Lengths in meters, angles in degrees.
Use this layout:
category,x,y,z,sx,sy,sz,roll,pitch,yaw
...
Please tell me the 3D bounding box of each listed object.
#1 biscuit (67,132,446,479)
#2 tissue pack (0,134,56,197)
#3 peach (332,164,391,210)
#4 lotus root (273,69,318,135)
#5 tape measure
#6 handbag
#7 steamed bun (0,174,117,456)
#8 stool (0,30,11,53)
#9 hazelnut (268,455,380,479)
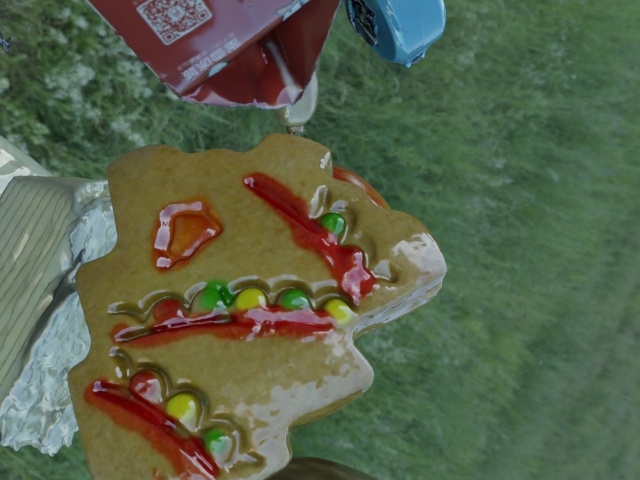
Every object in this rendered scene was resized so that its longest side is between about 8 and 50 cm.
category,x,y,z,sx,sy,sz,roll,pitch,yaw
biscuit,-0.052,0.040,0.351,0.041,0.212,0.239,86,24,-63
tissue pack,-0.724,-0.009,1.600,0.331,0.405,0.205,-32,-151,36
peach,0.000,0.000,1.509,0.370,0.370,0.370,-55,156,-38
lotus root,-0.037,-0.210,0.924,0.073,0.062,0.150,-42,143,-40
tape measure,0.069,-0.243,0.651,0.081,0.125,0.146,-33,165,-1
handbag,-0.092,-0.215,0.390,0.151,0.171,0.298,-34,154,6
steamed bun,-0.250,0.080,0.753,0.272,0.273,0.290,28,92,-47
stool,-0.756,-0.400,1.341,0.217,0.121,0.125,-33,112,-37
hazelnut,-0.027,0.319,0.408,0.315,0.372,0.372,-46,175,30
